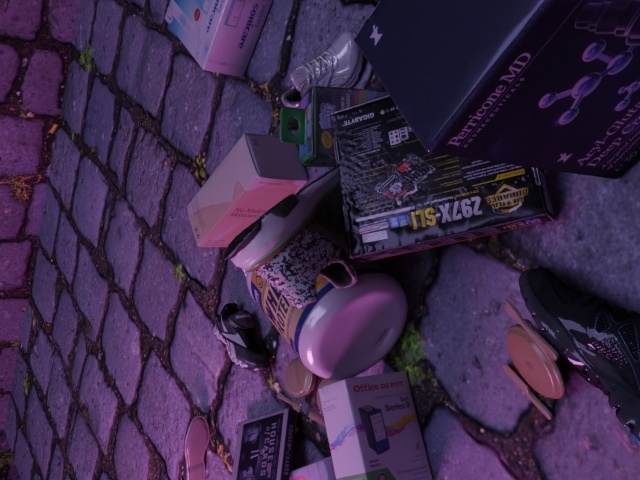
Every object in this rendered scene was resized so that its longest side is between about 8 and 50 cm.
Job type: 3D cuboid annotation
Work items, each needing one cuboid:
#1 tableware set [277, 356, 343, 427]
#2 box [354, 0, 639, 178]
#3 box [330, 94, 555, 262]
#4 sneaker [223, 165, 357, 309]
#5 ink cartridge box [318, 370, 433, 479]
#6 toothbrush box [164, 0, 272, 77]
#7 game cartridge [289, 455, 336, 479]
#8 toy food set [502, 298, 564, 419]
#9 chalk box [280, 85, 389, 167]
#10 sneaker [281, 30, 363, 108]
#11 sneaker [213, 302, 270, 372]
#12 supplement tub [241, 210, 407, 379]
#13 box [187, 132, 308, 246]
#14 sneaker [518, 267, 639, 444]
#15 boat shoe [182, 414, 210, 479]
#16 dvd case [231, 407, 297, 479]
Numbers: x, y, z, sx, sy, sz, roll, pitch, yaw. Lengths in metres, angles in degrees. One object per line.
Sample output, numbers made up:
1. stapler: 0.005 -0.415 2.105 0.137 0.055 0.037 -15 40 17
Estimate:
1. tableware set: -0.003 0.313 1.546 0.194 0.039 0.128 20 93 45
2. box: 0.300 -0.260 0.876 0.293 0.395 0.212 -53 49 37
3. box: 0.186 -0.122 1.172 0.321 0.079 0.257 -14 78 23
4. sneaker: 0.000 0.000 1.248 0.158 0.410 0.182 -34 92 35
5. ink cartridge box: 0.098 0.354 1.312 0.093 0.154 0.213 -35 61 47
6. toothbrush box: -0.269 -0.589 1.861 0.295 0.126 0.216 53 128 38
7. game cartridge: -0.033 0.595 1.562 0.294 0.060 0.196 -39 62 45
8. toy food set: 0.322 0.173 1.076 0.132 0.038 0.192 52 165 39
9. chalk box: 0.028 -0.208 1.356 0.132 0.213 0.133 171 100 -78
10. sneaker: -0.002 -0.341 1.505 0.232 0.115 0.090 -50 51 39
11. sneaker: -0.190 0.227 1.759 0.234 0.078 0.106 39 121 49
12. supplement tub: -0.005 0.088 1.400 0.316 0.228 0.228 45 123 44
13. box: -0.177 -0.110 1.705 0.311 0.148 0.121 -43 57 44
14. sneaker: 0.405 0.141 0.980 0.139 0.125 0.341 -43 47 9
15. boat shoe: -0.347 0.562 1.956 0.065 0.075 0.206 16 106 49
16. dvd case: -0.134 0.492 1.667 0.238 0.029 0.179 -32 45 51
